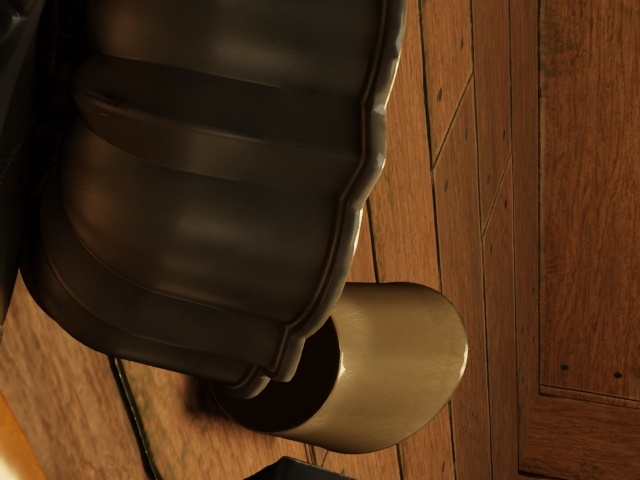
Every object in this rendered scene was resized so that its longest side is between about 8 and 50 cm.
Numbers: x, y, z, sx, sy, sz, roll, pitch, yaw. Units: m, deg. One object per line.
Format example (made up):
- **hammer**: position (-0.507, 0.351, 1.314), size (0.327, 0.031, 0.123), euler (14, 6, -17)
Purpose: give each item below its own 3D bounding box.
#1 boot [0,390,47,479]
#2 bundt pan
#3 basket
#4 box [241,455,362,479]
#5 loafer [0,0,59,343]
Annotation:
- **boot**: position (-0.218, 0.046, 0.372), size (0.264, 0.096, 0.280), euler (-42, 125, -55)
- **bundt pan**: position (-0.080, -0.087, 0.611), size (0.331, 0.124, 0.331), euler (-173, -90, -68)
- **basket**: position (0.008, 0.109, 1.074), size (0.154, 0.204, 0.227), euler (61, 16, 20)
- **box**: position (-0.016, 0.332, 0.748), size (0.395, 0.212, 0.293), euler (133, -25, -64)
- **loafer**: position (-0.185, -0.079, 0.521), size (0.130, 0.134, 0.366), euler (-115, -144, -73)
